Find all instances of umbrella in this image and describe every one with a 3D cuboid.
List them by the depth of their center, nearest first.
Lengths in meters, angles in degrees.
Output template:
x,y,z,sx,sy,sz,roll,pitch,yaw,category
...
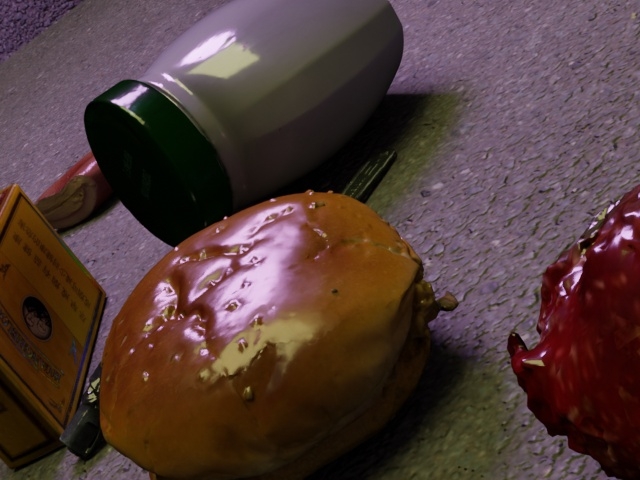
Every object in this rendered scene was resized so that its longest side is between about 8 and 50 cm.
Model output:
x,y,z,sx,sy,sz,roll,pitch,yaw,category
-0.195,0.120,1.235,0.066,0.059,0.236,15,70,57,umbrella

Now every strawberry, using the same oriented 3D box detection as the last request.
x,y,z,sx,sy,sz,roll,pitch,yaw,category
0.253,0.051,0.693,0.274,0.220,0.274,-31,-13,-8,strawberry

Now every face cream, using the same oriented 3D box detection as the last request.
x,y,z,sx,sy,sz,roll,pitch,yaw,category
-0.085,-0.172,1.425,0.357,0.220,0.312,-38,19,-26,face cream

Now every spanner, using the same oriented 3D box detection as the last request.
x,y,z,sx,sy,sz,roll,pitch,yaw,category
0.000,0.000,1.278,0.093,0.026,0.325,-6,37,44,spanner

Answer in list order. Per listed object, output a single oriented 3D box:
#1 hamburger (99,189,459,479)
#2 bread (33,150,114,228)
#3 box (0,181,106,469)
x,y,z,sx,sy,sz,roll,pitch,yaw,category
-0.044,0.090,1.017,0.314,0.170,0.290,-32,32,3,hamburger
-0.350,-0.087,1.794,0.192,0.067,0.119,-47,20,-25,bread
-0.350,0.089,1.350,0.084,0.193,0.301,-28,27,14,box
